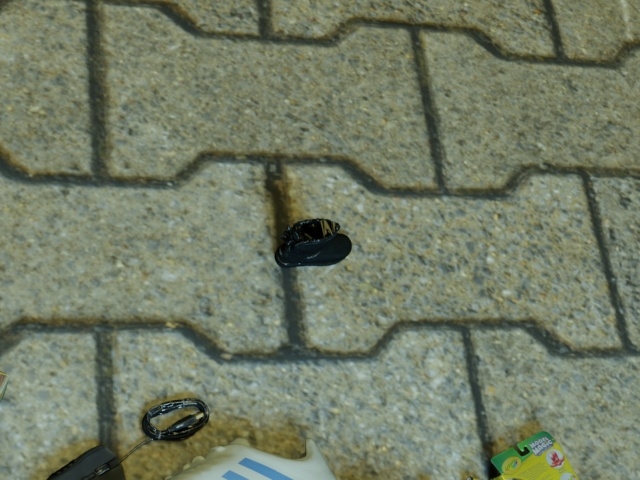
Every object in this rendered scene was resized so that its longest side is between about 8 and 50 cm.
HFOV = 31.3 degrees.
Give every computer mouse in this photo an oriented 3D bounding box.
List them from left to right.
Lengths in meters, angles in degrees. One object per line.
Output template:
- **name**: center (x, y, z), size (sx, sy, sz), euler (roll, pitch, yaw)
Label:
- **computer mouse**: center (-0.230, 0.256, 1.355), size (0.242, 0.041, 0.071), euler (-34, 79, -30)

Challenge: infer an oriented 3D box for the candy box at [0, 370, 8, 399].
- **candy box**: center (-0.532, 0.174, 1.262), size (0.316, 0.087, 0.183), euler (25, 60, -6)

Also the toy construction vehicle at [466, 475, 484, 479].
- **toy construction vehicle**: center (0.167, 0.349, 1.458), size (0.086, 0.035, 0.098), euler (16, 63, -24)

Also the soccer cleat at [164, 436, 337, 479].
- **soccer cleat**: center (-0.136, 0.305, 1.337), size (0.331, 0.116, 0.143), euler (-1, 51, -22)

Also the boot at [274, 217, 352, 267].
- **boot**: center (0.000, -0.001, 1.524), size (0.121, 0.099, 0.045), euler (-9, 70, -23)

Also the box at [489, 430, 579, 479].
- **box**: center (0.298, 0.348, 1.495), size (0.105, 0.043, 0.179), euler (-21, 76, -26)
